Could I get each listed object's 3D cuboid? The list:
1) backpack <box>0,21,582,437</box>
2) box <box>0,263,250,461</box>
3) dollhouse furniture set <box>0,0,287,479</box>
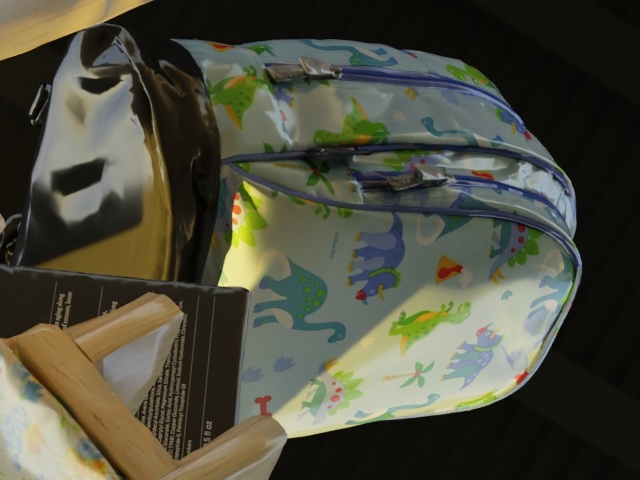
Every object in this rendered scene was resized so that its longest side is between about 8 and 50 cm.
[{"bbox_3d":[0.000,0.000,1.307,0.355,0.273,0.290,-13,-46,-44],"label":"backpack"},{"bbox_3d":[-0.139,0.145,1.006,0.184,0.103,0.261,8,-128,-5],"label":"box"},{"bbox_3d":[-0.217,-0.001,0.653,0.256,0.394,0.362,-27,-115,-38],"label":"dollhouse furniture set"}]
